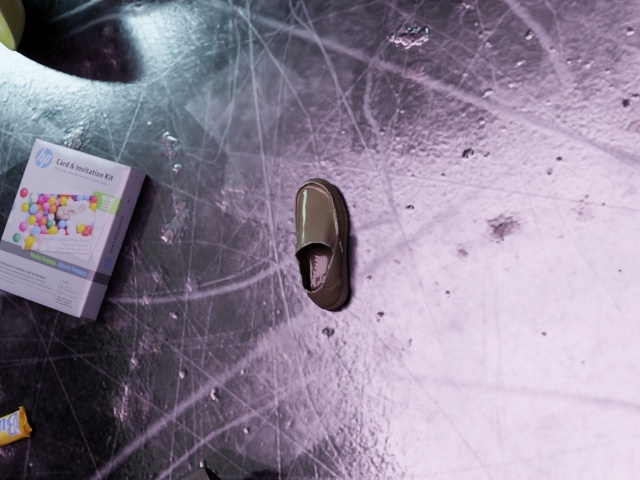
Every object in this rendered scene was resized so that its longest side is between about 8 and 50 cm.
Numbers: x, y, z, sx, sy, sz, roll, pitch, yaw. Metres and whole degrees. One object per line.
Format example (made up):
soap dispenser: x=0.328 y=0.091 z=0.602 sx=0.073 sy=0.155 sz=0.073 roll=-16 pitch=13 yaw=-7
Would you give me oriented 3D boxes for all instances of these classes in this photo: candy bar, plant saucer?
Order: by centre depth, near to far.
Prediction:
candy bar: x=-0.410 y=0.238 z=1.586 sx=0.161 sy=0.018 sz=0.040 roll=-22 pitch=72 yaw=19
plant saucer: x=-0.424 y=-0.338 z=1.604 sx=0.037 sy=0.241 sz=0.241 roll=-36 pitch=66 yaw=-13

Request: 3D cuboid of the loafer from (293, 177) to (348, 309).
loafer: x=0.000 y=0.000 z=1.438 sx=0.056 sy=0.050 sz=0.148 roll=-16 pitch=74 yaw=20

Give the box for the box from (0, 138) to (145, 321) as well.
box: x=-0.302 y=-0.013 z=1.579 sx=0.145 sy=0.038 sz=0.186 roll=18 pitch=86 yaw=25

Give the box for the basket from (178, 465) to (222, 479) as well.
basket: x=-0.168 y=0.353 z=1.370 sx=0.227 sy=0.154 sz=0.204 roll=-38 pitch=97 yaw=-3
